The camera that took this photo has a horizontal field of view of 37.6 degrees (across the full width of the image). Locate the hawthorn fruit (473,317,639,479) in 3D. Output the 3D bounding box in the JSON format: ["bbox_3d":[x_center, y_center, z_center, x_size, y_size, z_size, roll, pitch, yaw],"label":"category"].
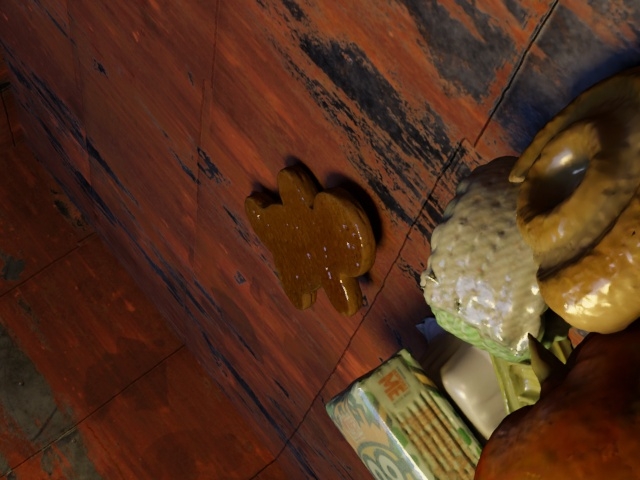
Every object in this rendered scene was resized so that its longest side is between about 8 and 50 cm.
[{"bbox_3d":[0.321,0.228,0.819,0.403,0.403,0.403,43,155,26],"label":"hawthorn fruit"}]

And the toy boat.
[{"bbox_3d":[0.307,0.208,1.312,0.111,0.084,0.276,11,126,55],"label":"toy boat"}]

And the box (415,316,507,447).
[{"bbox_3d":[0.261,0.288,1.497,0.337,0.106,0.264,58,157,-11],"label":"box"}]

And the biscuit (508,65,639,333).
[{"bbox_3d":[0.264,-0.061,0.839,0.091,0.213,0.274,33,-155,-16],"label":"biscuit"}]

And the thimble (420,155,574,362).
[{"bbox_3d":[0.220,0.024,1.040,0.150,0.219,0.219,28,147,32],"label":"thimble"}]

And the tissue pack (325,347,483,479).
[{"bbox_3d":[0.157,0.338,1.475,0.311,0.128,0.228,53,158,7],"label":"tissue pack"}]

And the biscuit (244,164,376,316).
[{"bbox_3d":[0.001,-0.001,1.659,0.283,0.064,0.432,65,156,-1],"label":"biscuit"}]
